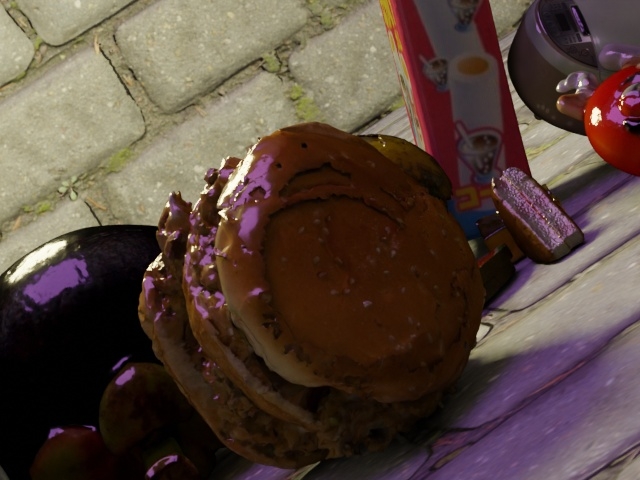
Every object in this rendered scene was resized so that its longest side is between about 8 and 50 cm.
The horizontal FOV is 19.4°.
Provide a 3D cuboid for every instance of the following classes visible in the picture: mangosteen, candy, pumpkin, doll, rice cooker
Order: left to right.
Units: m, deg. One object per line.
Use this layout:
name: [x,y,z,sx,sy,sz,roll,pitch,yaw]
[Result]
mangosteen: [-0.175,0.130,1.637,0.275,0.275,0.302,-33,40,-4]
candy: [0.132,-0.163,1.872,0.100,0.306,0.157,-16,7,0]
pumpkin: [0.185,-0.018,1.720,0.083,0.054,0.074,-28,12,3]
rice cooker: [0.281,-0.173,1.841,0.206,0.145,0.127,9,-42,-30]
doll: [0.294,-0.120,1.638,0.183,0.085,0.217,7,34,21]

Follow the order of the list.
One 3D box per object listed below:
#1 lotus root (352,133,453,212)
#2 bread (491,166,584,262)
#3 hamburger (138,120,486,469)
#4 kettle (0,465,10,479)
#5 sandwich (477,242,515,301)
lotus root: [0.000,0.000,1.858,0.196,0.179,0.397,-57,20,-23]
bread: [0.191,-0.012,1.652,0.043,0.109,0.062,-30,-37,-10]
hamburger: [0.002,0.052,1.411,0.245,0.261,0.211,10,-31,-22]
kettle: [-0.404,0.214,1.583,0.247,0.319,0.342,-31,9,-13]
sandwich: [0.124,0.047,1.632,0.135,0.029,0.067,-37,3,-24]
